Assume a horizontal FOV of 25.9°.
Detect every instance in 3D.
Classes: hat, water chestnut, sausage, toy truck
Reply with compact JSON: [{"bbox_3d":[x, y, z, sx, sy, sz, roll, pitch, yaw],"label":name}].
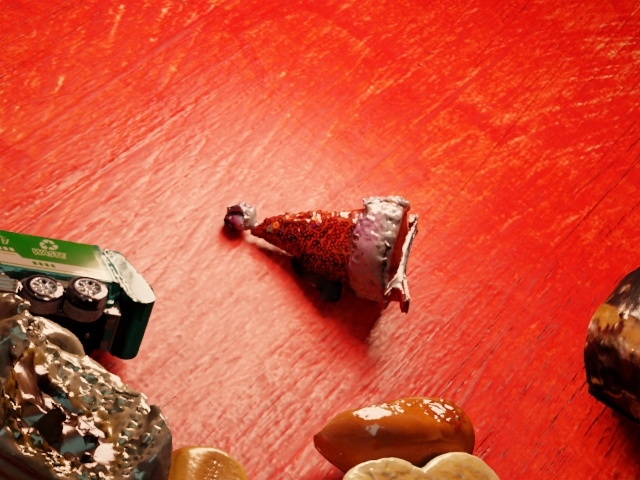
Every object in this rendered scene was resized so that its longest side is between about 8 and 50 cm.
[{"bbox_3d":[-0.001,0.004,1.558,0.227,0.129,0.140,10,66,7],"label":"hat"},{"bbox_3d":[0.423,0.155,1.525,0.300,0.300,0.300,14,45,-14],"label":"water chestnut"},{"bbox_3d":[0.081,0.202,1.402,0.179,0.089,0.089,-2,50,-31],"label":"sausage"},{"bbox_3d":[-0.291,0.059,1.342,0.253,0.114,0.124,11,32,-17],"label":"toy truck"}]

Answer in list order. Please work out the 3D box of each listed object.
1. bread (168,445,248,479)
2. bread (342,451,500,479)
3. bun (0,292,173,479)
[{"bbox_3d":[-0.117,0.294,1.225,0.092,0.074,0.239,22,43,-13],"label":"bread"},{"bbox_3d":[0.114,0.341,1.293,0.316,0.054,0.316,13,53,-17],"label":"bread"},{"bbox_3d":[-0.269,0.166,1.156,0.281,0.282,0.205,14,26,-14],"label":"bun"}]
